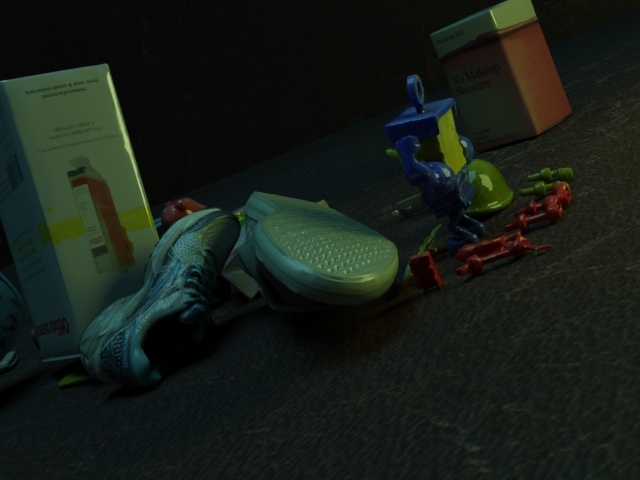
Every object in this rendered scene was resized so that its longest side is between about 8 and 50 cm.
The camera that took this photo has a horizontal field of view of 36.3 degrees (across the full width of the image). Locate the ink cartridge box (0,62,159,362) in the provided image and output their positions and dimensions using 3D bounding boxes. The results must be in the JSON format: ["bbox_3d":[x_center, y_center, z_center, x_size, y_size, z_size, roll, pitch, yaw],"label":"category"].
[{"bbox_3d":[-0.365,-0.029,1.440,0.160,0.385,0.279,-16,0,-28],"label":"ink cartridge box"}]

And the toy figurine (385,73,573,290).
[{"bbox_3d":[0.174,-0.111,1.181,0.191,0.217,0.362,-19,12,27],"label":"toy figurine"}]

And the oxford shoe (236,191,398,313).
[{"bbox_3d":[-0.018,0.032,1.163,0.169,0.130,0.449,12,6,-13],"label":"oxford shoe"}]

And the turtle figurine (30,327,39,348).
[{"bbox_3d":[-0.388,0.105,1.683,0.234,0.118,0.175,-26,9,22],"label":"turtle figurine"}]

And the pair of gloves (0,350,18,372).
[{"bbox_3d":[-0.644,0.258,1.673,0.204,0.042,0.240,-23,9,8],"label":"pair of gloves"}]

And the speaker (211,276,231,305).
[{"bbox_3d":[-0.206,0.085,1.510,0.136,0.055,0.055,-20,11,27],"label":"speaker"}]

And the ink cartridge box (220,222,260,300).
[{"bbox_3d":[-0.098,0.011,1.495,0.115,0.067,0.198,-49,10,2],"label":"ink cartridge box"}]

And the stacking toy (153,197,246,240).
[{"bbox_3d":[-0.281,-0.046,2.133,0.279,0.130,0.309,-33,14,-37],"label":"stacking toy"}]

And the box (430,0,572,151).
[{"bbox_3d":[0.321,-0.296,1.734,0.126,0.232,0.148,-32,12,-39],"label":"box"}]

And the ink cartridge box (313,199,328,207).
[{"bbox_3d":[-0.086,-0.010,1.753,0.145,0.045,0.179,-14,12,46],"label":"ink cartridge box"}]

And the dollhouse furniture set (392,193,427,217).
[{"bbox_3d":[0.132,-0.093,1.487,0.081,0.114,0.091,-24,12,27],"label":"dollhouse furniture set"}]

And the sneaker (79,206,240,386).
[{"bbox_3d":[-0.174,0.079,1.258,0.122,0.110,0.283,13,58,40],"label":"sneaker"}]

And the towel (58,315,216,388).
[{"bbox_3d":[-0.260,0.157,1.363,0.237,0.021,0.102,-18,11,34],"label":"towel"}]

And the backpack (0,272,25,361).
[{"bbox_3d":[-0.582,0.136,1.480,0.254,0.225,0.191,-56,18,-24],"label":"backpack"}]
